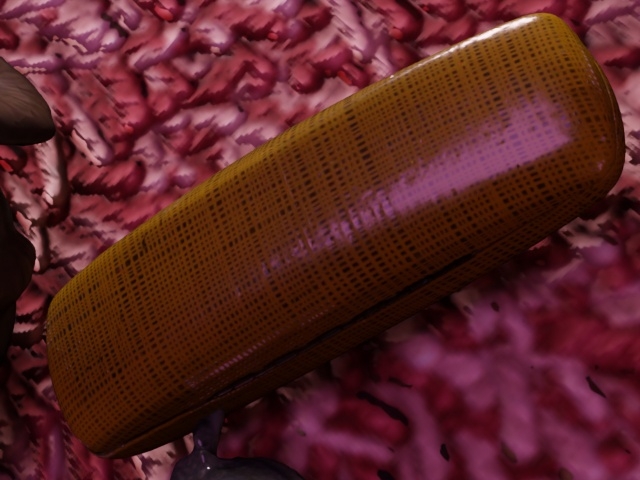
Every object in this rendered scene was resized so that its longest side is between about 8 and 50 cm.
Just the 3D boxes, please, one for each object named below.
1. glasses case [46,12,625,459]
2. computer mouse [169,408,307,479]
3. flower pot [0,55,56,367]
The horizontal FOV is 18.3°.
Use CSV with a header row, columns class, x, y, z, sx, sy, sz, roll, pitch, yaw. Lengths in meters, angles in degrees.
class,x,y,z,sx,sy,sz,roll,pitch,yaw
glasses case,0.000,0.000,0.704,0.234,0.064,0.079,-30,54,21
computer mouse,-0.046,0.166,0.650,0.113,0.068,0.229,-17,46,44
flower pot,-0.263,0.007,0.797,0.302,0.213,0.302,-17,58,30
